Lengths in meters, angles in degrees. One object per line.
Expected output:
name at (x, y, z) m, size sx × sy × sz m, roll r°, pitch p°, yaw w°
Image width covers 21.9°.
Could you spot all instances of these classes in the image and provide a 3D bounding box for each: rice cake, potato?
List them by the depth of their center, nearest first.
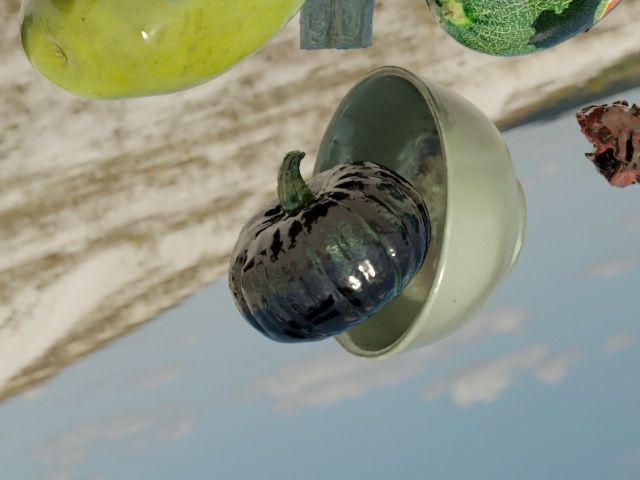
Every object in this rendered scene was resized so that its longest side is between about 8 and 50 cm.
potato at (-0.124, -0.238, 1.453) m, size 0.216 × 0.216 × 0.304 m, roll -16°, pitch -152°, yaw 50°
rice cake at (0.020, -0.298, 1.716) m, size 0.085 × 0.226 × 0.040 m, roll 11°, pitch -148°, yaw 12°

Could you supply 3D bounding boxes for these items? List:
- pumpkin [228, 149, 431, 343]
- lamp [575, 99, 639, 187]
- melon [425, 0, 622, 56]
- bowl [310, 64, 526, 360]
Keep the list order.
pumpkin at (0.007, 0.011, 1.460) m, size 0.150 × 0.194 × 0.194 m, roll 27°, pitch 168°, yaw -15°
lamp at (0.346, -0.072, 1.464) m, size 0.223 × 0.151 × 0.215 m, roll -15°, pitch 180°, yaw -8°
melon at (0.199, -0.272, 1.535) m, size 0.287 × 0.182 × 0.182 m, roll -36°, pitch -169°, yaw -29°
bowl at (0.112, -0.023, 1.646) m, size 0.146 × 0.289 × 0.289 m, roll 5°, pitch 171°, yaw -28°
